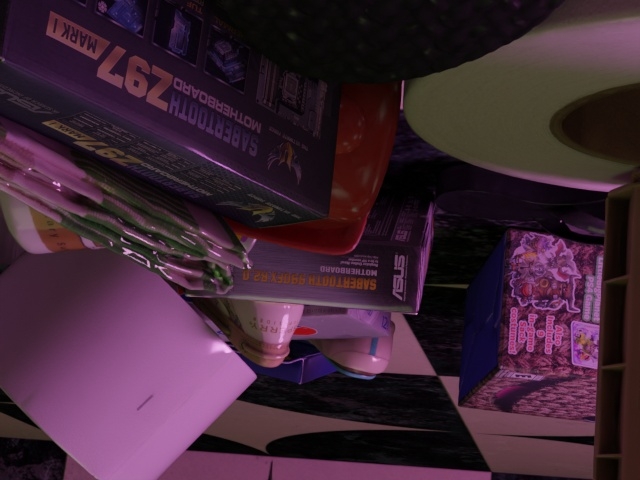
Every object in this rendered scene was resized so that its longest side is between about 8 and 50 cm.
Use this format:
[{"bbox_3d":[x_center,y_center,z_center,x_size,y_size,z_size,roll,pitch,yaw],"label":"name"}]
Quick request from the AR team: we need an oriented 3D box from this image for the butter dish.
[{"bbox_3d":[-0.009,-0.074,0.828,0.160,0.160,0.118,14,-179,-25],"label":"butter dish"}]

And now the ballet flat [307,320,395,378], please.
[{"bbox_3d":[0.013,0.089,1.501,0.086,0.086,0.248,15,-177,-28],"label":"ballet flat"}]

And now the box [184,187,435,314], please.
[{"bbox_3d":[0.000,0.000,1.100,0.183,0.056,0.231,3,-167,6],"label":"box"}]

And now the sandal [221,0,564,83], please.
[{"bbox_3d":[0.062,-0.214,0.517,0.167,0.107,0.446,11,150,-7],"label":"sandal"}]

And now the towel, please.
[{"bbox_3d":[-0.198,-0.095,0.695,0.325,0.038,0.248,27,-162,-43],"label":"towel"}]

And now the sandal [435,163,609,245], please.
[{"bbox_3d":[0.226,-0.020,1.135,0.254,0.054,0.097,3,163,9],"label":"sandal"}]

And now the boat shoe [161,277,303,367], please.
[{"bbox_3d":[-0.092,0.042,1.254,0.104,0.089,0.285,5,-171,-19],"label":"boat shoe"}]

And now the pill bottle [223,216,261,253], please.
[{"bbox_3d":[-0.082,-0.021,0.883,0.083,0.043,0.043,27,157,-19],"label":"pill bottle"}]

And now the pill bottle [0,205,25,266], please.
[{"bbox_3d":[-0.358,-0.013,1.306,0.152,0.086,0.086,9,163,-11],"label":"pill bottle"}]

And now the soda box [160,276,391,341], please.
[{"bbox_3d":[-0.067,0.054,1.415,0.286,0.091,0.098,-4,160,30],"label":"soda box"}]

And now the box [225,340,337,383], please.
[{"bbox_3d":[-0.046,0.130,1.574,0.136,0.036,0.225,11,-172,27],"label":"box"}]

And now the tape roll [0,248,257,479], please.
[{"bbox_3d":[-0.204,0.104,1.256,0.246,0.169,0.246,45,173,7],"label":"tape roll"}]

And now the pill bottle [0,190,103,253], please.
[{"bbox_3d":[-0.110,-0.064,0.960,0.229,0.131,0.131,-6,162,4],"label":"pill bottle"}]

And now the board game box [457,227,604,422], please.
[{"bbox_3d":[0.306,0.102,1.359,0.291,0.141,0.232,7,163,-2],"label":"board game box"}]

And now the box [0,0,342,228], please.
[{"bbox_3d":[-0.077,-0.126,0.678,0.059,0.183,0.232,-9,159,38],"label":"box"}]

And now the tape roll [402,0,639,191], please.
[{"bbox_3d":[0.241,-0.098,0.776,0.392,0.072,0.392,4,170,1],"label":"tape roll"}]

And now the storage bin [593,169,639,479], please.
[{"bbox_3d":[0.296,0.080,0.802,0.123,0.262,0.260,11,167,-31],"label":"storage bin"}]
